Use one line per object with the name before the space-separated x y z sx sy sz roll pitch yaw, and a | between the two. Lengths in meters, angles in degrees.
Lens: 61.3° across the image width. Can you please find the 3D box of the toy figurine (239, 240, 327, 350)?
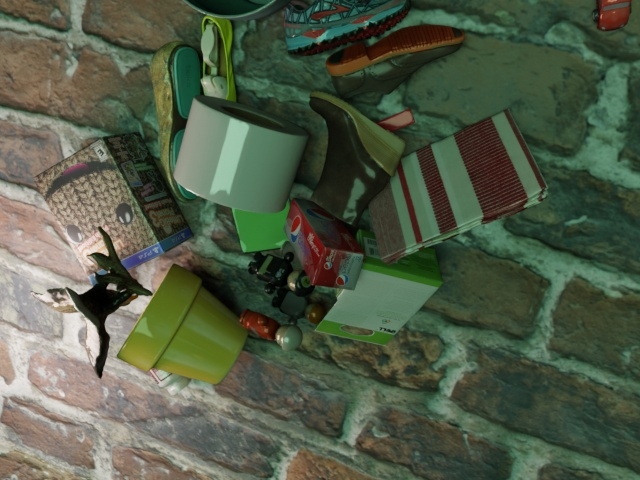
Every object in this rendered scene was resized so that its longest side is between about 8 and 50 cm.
toy figurine | -0.060 0.116 1.196 0.148 0.209 0.212 19 110 22

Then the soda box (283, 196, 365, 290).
soda box | 0.000 0.000 1.115 0.092 0.263 0.083 10 111 -22

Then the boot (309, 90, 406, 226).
boot | 0.031 -0.173 1.117 0.248 0.090 0.206 37 101 17

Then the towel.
towel | 0.247 -0.106 1.060 0.329 0.237 0.037 -24 139 20

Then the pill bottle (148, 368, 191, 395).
pill bottle | -0.412 0.328 1.423 0.086 0.086 0.152 -33 95 21

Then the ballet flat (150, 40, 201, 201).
ballet flat | -0.323 -0.265 1.218 0.123 0.123 0.348 5 108 14

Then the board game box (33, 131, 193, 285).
board game box | -0.492 -0.076 1.294 0.232 0.141 0.290 -24 98 21

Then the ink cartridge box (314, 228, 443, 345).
ink cartridge box | 0.114 0.112 1.176 0.189 0.097 0.255 15 135 -18

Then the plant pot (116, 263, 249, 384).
plant pot | -0.314 0.220 1.292 0.239 0.254 0.254 32 113 -13

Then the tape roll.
tape roll | -0.163 -0.179 1.115 0.246 0.246 0.169 22 108 8

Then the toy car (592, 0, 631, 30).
toy car | 0.486 -0.518 0.942 0.225 0.053 0.239 26 111 6

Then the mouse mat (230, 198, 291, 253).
mouse mat | -0.139 -0.066 1.273 0.153 0.007 0.189 -8 104 17

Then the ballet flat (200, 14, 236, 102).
ballet flat | -0.229 -0.372 1.168 0.077 0.077 0.230 6 108 14

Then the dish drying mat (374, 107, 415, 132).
dish drying mat | 0.155 -0.247 1.138 0.083 0.008 0.032 -19 99 20

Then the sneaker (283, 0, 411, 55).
sneaker | 0.042 -0.453 1.057 0.262 0.104 0.125 -10 101 18

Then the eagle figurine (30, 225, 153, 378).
eagle figurine | -0.509 0.159 1.209 0.298 0.226 0.225 -40 134 23

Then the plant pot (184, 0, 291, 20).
plant pot | -0.134 -0.554 1.020 0.293 0.196 0.292 2 100 14

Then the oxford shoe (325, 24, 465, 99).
oxford shoe | 0.153 -0.355 1.078 0.272 0.096 0.098 -10 131 15
